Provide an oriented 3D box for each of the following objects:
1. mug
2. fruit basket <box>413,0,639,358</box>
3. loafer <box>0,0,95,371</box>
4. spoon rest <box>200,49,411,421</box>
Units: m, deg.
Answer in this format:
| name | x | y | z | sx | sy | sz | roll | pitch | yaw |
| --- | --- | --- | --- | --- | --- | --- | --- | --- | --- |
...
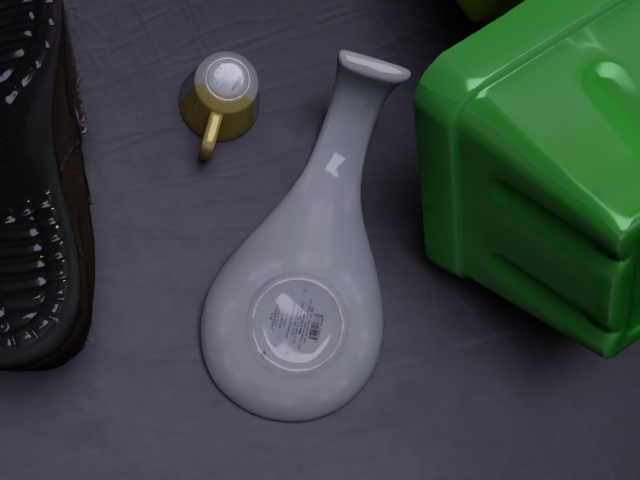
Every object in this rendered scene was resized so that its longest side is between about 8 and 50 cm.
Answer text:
| name | x | y | z | sx | sy | sz | roll | pitch | yaw |
| --- | --- | --- | --- | --- | --- | --- | --- | --- | --- |
| mug | -0.071 | -0.105 | 1.137 | 0.062 | 0.064 | 0.078 | -15 | 82 | -13 |
| fruit basket | 0.205 | -0.158 | 1.105 | 0.392 | 0.283 | 0.392 | -3 | 57 | 5 |
| loafer | -0.232 | -0.064 | 1.079 | 0.134 | 0.130 | 0.365 | -9 | 65 | 2 |
| spoon rest | 0.000 | 0.000 | 1.132 | 0.137 | 0.084 | 0.276 | 17 | 90 | -4 |
